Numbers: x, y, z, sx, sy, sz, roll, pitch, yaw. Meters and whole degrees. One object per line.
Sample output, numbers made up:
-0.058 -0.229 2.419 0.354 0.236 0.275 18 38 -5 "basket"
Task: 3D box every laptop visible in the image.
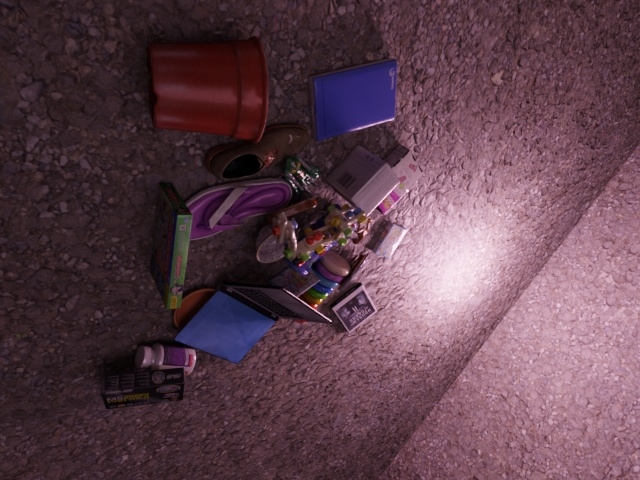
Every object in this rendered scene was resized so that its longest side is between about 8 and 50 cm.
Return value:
-0.237 0.331 1.695 0.382 0.407 0.237 43 55 -51 "laptop"

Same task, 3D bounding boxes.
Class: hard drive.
0.114 -0.473 1.532 0.318 0.040 0.210 -21 130 -21 "hard drive"

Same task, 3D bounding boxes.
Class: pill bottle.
-0.564 0.431 1.656 0.193 0.108 0.108 19 108 -42 "pill bottle"

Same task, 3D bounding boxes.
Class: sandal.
-0.274 -0.105 1.481 0.416 0.102 0.169 -24 131 -19 "sandal"

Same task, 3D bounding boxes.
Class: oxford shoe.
-0.174 -0.262 1.419 0.348 0.130 0.123 -26 131 -17 "oxford shoe"

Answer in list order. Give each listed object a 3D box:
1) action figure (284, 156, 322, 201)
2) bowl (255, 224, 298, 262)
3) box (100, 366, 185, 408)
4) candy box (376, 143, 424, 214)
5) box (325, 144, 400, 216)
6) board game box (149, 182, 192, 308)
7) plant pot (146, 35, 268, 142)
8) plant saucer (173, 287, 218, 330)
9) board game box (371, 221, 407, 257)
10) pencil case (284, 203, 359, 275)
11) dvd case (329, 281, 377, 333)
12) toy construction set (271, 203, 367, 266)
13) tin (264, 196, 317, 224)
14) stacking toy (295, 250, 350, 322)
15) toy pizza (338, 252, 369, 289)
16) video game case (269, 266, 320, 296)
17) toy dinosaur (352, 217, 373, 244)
-0.064 -0.218 1.534 0.137 0.063 0.232 -57 153 -3 "action figure"
-0.171 -0.006 1.625 0.170 0.080 0.170 -28 152 -17 "bowl"
-0.626 0.528 1.624 0.270 0.060 0.216 0 147 -20 "box"
0.280 -0.237 1.791 0.233 0.071 0.159 -44 134 1 "candy box"
0.151 -0.216 1.639 0.182 0.181 0.119 -46 135 1 "box"
-0.453 0.015 1.367 0.046 0.213 0.317 -3 121 -33 "board game box"
-0.299 -0.389 1.173 0.265 0.272 0.273 -5 123 -22 "plant pot"
-0.439 0.251 1.666 0.199 0.037 0.200 -19 129 -24 "plant saucer"
0.304 -0.001 2.005 0.103 0.026 0.154 19 108 -41 "board game box"
0.000 0.000 1.734 0.306 0.119 0.133 -44 146 -1 "pencil case"
0.158 0.318 2.129 0.179 0.029 0.239 -37 134 -6 "dvd case"
-0.018 -0.022 1.542 0.327 0.151 0.215 -9 157 -30 "toy construction set"
-0.101 -0.102 1.583 0.189 0.106 0.040 -21 90 3 "tin"
-0.017 0.204 1.871 0.141 0.141 0.330 14 118 -40 "stacking toy"
0.132 0.124 1.902 0.201 0.032 0.201 -50 178 -2 "toy pizza"
-0.101 0.157 1.778 0.166 0.119 0.015 -35 159 -9 "video game case"
0.170 -0.040 1.809 0.211 0.064 0.112 99 5 -70 "toy dinosaur"
